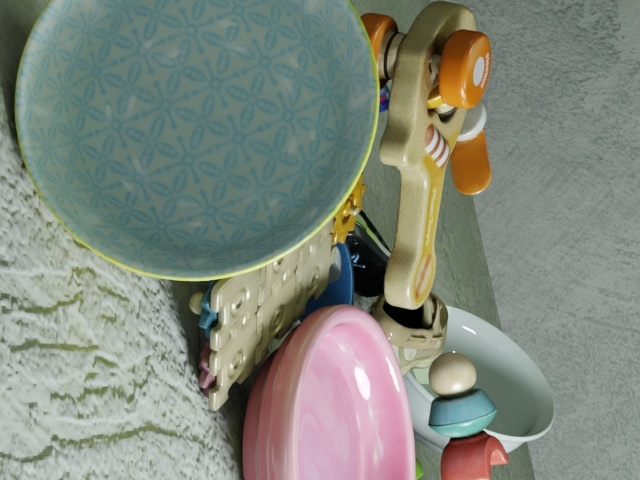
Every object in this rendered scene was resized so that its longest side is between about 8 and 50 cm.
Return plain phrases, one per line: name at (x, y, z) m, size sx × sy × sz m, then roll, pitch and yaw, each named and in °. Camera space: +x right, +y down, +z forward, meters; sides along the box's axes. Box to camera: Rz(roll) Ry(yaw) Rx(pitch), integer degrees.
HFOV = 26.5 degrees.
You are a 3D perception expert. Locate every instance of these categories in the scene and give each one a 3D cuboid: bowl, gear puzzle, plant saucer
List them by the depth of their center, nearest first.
bowl at (-0.095, -0.104, 1.144) m, size 0.156 × 0.290 × 0.289 m, roll 69°, pitch 9°, yaw -84°
gear puzzle at (-0.038, 0.015, 1.418) m, size 0.339 × 0.044 × 0.175 m, roll -47°, pitch 150°, yaw -46°
plant saucer at (0.008, 0.237, 1.485) m, size 0.332 × 0.084 × 0.332 m, roll 23°, pitch 64°, yaw -61°
bowl at (0.212, 0.246, 2.157) m, size 0.298 × 0.134 × 0.298 m, roll 23°, pitch 30°, yaw -14°

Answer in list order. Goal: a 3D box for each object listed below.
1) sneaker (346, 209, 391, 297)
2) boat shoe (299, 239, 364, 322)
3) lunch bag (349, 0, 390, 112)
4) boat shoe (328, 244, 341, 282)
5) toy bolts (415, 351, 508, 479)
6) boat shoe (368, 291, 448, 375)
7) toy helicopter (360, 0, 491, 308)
sneaker at (0.065, 0.001, 2.036) m, size 0.234 × 0.084 × 0.097 m, roll 57°, pitch 21°, yaw -55°
boat shoe at (0.000, 0.000, 1.742) m, size 0.089 × 0.109 × 0.258 m, roll 37°, pitch 44°, yaw -74°
lunch bag at (-0.067, -0.262, 1.611) m, size 0.293 × 0.138 × 0.221 m, roll 46°, pitch -14°, yaw 51°
boat shoe at (-0.056, -0.045, 1.546) m, size 0.306 × 0.113 × 0.105 m, roll 42°, pitch 50°, yaw -51°
toy bolts at (0.104, 0.232, 1.699) m, size 0.218 × 0.229 × 0.158 m, roll -16°, pitch 93°, yaw -68°
boat shoe at (0.135, 0.120, 2.006) m, size 0.122 × 0.110 × 0.341 m, roll 34°, pitch 20°, yaw 8°
toy helicopter at (0.124, -0.096, 1.557) m, size 0.235 × 0.140 × 0.355 m, roll -26°, pitch 126°, yaw -62°
